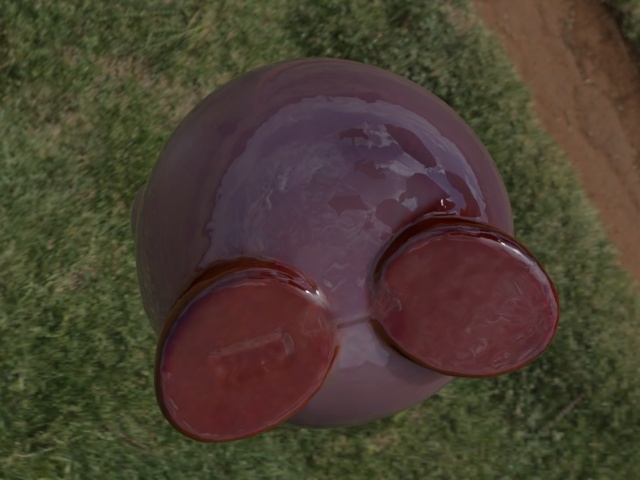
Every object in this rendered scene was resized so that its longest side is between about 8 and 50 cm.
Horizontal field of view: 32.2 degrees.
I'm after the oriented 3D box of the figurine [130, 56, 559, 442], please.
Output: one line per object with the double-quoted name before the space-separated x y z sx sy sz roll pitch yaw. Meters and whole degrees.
"figurine" 0.000 0.000 0.493 0.173 0.173 0.173 4 80 -27
